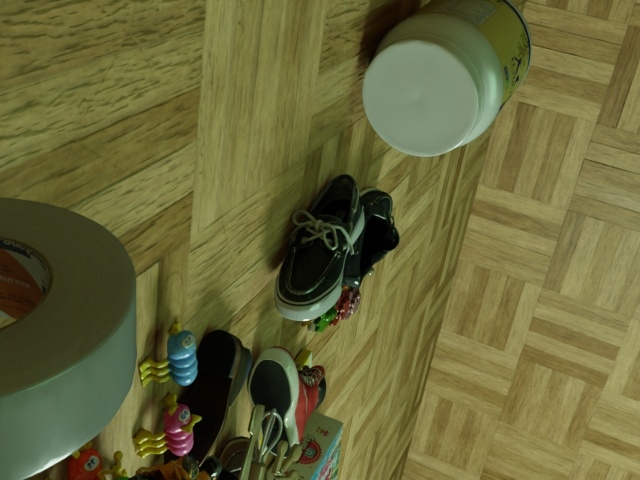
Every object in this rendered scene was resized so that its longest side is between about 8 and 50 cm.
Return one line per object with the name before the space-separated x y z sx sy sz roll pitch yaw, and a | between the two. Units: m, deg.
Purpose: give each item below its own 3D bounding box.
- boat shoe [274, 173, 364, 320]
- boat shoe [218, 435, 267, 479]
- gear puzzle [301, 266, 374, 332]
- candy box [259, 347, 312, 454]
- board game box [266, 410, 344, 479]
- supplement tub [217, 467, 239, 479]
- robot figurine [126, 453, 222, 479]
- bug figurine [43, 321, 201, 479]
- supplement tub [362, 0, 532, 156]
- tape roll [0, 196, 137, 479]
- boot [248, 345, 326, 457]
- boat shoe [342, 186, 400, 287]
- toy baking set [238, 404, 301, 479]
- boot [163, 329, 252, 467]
boat shoe | 0.004 0.001 1.311 0.306 0.113 0.105 -56 151 -45
boat shoe | -0.148 0.445 1.400 0.095 0.095 0.257 -122 -146 -66
gear puzzle | 0.038 0.103 1.618 0.339 0.044 0.175 -13 121 -69
candy box | -0.071 0.314 1.545 0.206 0.027 0.105 -52 151 -44
board game box | -0.047 0.559 1.761 0.224 0.097 0.303 -51 153 -47
supplement tub | -0.198 0.430 1.173 0.198 0.106 0.106 -68 162 -4
robot figurine | -0.221 0.358 0.903 0.291 0.085 0.211 -50 156 15
bug figurine | -0.217 0.242 0.975 0.279 0.072 0.216 -55 157 -41
supplement tub | 0.232 -0.308 1.442 0.331 0.241 0.241 -48 151 -50
tape roll | -0.229 0.056 0.510 0.219 0.219 0.072 -45 150 -53
boot | -0.047 0.247 1.434 0.176 0.088 0.244 -52 149 -45
boat shoe | 0.093 -0.005 1.536 0.340 0.113 0.127 -40 132 -56
toy baking set | -0.101 0.388 1.310 0.197 0.030 0.256 -61 145 -34
boot | -0.152 0.243 1.151 0.219 0.082 0.106 -70 160 -8
